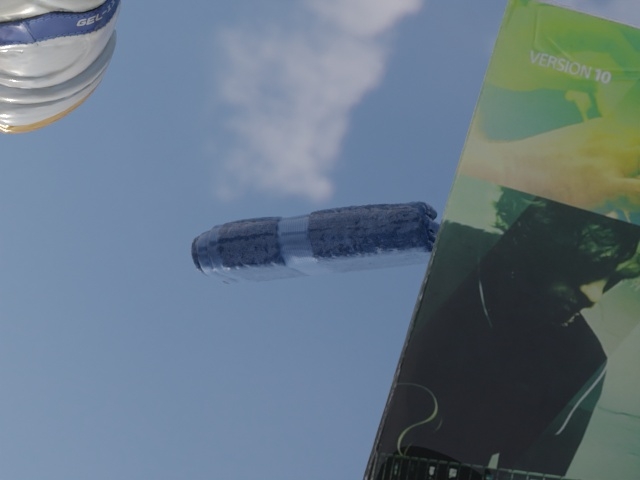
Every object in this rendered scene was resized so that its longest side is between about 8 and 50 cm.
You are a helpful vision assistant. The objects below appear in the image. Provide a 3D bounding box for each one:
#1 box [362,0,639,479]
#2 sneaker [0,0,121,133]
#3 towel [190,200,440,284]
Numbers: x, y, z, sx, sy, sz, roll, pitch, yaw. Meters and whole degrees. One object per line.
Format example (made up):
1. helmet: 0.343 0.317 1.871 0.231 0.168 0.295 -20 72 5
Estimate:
1. box: 0.129 0.101 0.583 0.058 0.232 0.322 29 77 -82
2. sneaker: -0.207 -0.169 0.722 0.112 0.296 0.131 -62 -176 -29
3. towel: 0.000 0.000 0.860 0.119 0.067 0.029 -6 -98 12
